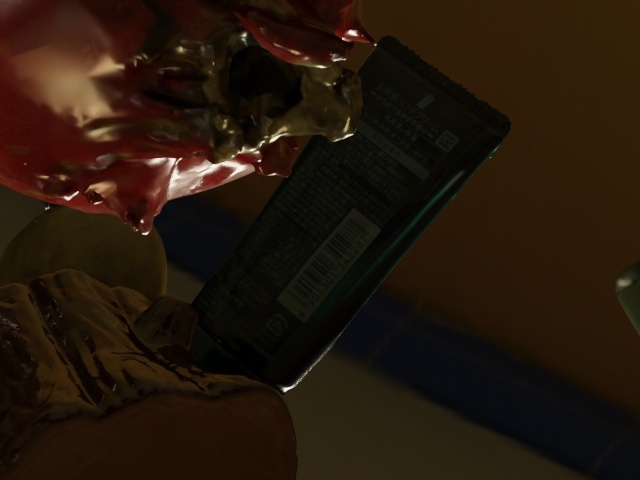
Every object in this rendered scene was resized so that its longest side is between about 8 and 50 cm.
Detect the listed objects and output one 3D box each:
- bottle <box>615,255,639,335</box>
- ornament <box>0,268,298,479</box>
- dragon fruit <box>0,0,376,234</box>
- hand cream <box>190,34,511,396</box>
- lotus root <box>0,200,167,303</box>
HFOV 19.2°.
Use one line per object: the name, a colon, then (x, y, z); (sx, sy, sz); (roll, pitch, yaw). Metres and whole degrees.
bottle: (0.413, 0.138, 1.666); (0.168, 0.168, 0.347); (-21, -104, -46)
ornament: (-0.129, 0.129, 1.078); (0.235, 0.221, 0.217); (27, -172, -29)
dragon fruit: (-0.075, -0.101, 0.682); (0.205, 0.210, 0.268); (30, -169, -48)
hand cream: (0.000, 0.000, 1.222); (0.120, 0.270, 0.061); (39, -176, 33)
lotus root: (-0.170, 0.036, 1.334); (0.125, 0.221, 0.118); (3, 169, 4)
